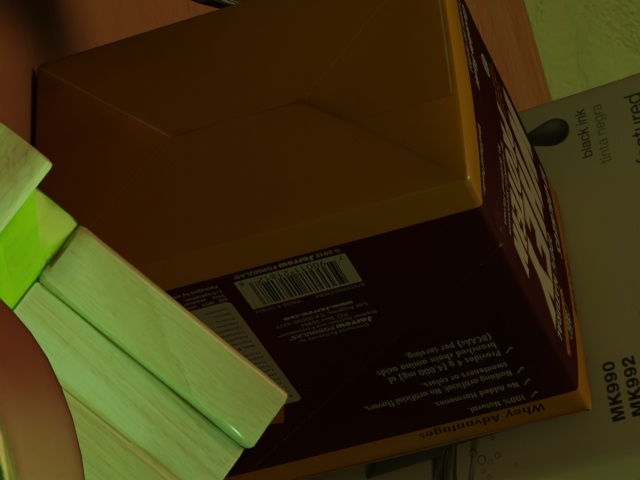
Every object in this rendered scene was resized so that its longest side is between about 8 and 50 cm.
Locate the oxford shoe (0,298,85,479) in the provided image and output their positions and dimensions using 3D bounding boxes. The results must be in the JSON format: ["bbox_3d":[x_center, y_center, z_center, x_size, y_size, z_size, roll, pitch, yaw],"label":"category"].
[{"bbox_3d":[-0.116,0.179,0.370,0.130,0.123,0.348,-18,106,-72],"label":"oxford shoe"}]

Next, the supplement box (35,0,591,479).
[{"bbox_3d":[0.000,0.000,0.898,0.194,0.191,0.129,57,23,-51],"label":"supplement box"}]

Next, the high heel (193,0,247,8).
[{"bbox_3d":[-0.077,-0.137,0.806,0.186,0.093,0.261,35,16,-6],"label":"high heel"}]

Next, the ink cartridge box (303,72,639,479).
[{"bbox_3d":[0.100,0.055,1.026,0.121,0.289,0.211,49,29,-53],"label":"ink cartridge box"}]

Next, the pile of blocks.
[{"bbox_3d":[-0.159,-0.010,0.548,0.112,0.149,0.362,-53,131,-15],"label":"pile of blocks"}]
